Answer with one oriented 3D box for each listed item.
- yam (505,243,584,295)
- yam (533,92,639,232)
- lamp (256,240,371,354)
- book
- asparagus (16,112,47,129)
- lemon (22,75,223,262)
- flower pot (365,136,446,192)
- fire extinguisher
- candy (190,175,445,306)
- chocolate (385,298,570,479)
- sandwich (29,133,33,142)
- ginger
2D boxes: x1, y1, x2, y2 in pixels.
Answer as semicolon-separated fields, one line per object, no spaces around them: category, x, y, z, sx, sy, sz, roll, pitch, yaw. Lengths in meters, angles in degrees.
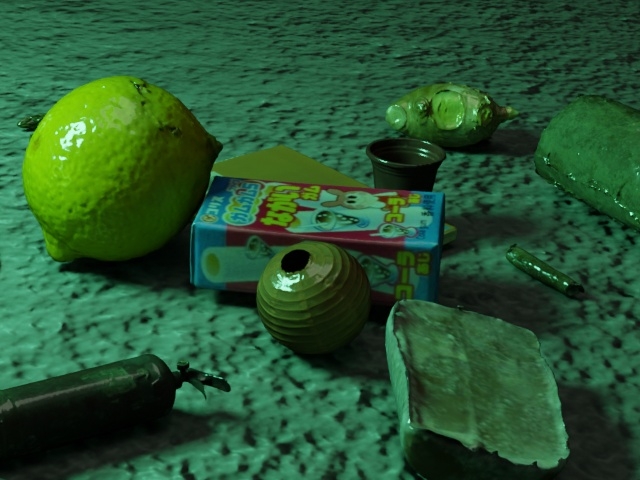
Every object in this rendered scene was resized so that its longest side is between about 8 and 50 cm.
yam;0.294;0.042;1.900;0.033;0.027;0.129;36;-1;-41
yam;0.457;-0.098;2.077;0.168;0.168;0.304;-12;28;-31
lamp;-0.008;0.066;1.676;0.136;0.136;0.136;4;25;-2
book;-0.031;-0.041;2.019;0.262;0.028;0.374;-18;33;-38
asparagus;-0.362;-0.192;2.284;0.236;0.027;0.034;-3;38;-16
lemon;-0.265;-0.086;1.845;0.253;0.228;0.228;-39;42;-16
flower pot;0.115;-0.083;1.992;0.111;0.089;0.111;3;25;-1
fire extinguisher;-0.229;0.170;1.491;0.268;0.072;0.089;-12;21;-31
candy;0.000;-0.001;1.807;0.306;0.100;0.157;4;28;6
chocolate;0.155;0.171;1.527;0.185;0.100;0.303;13;27;-7
sandwich;-0.368;-0.109;2.003;0.074;0.116;0.074;2;26;-7
ginger;0.210;-0.199;2.312;0.216;0.102;0.157;2;-2;7
